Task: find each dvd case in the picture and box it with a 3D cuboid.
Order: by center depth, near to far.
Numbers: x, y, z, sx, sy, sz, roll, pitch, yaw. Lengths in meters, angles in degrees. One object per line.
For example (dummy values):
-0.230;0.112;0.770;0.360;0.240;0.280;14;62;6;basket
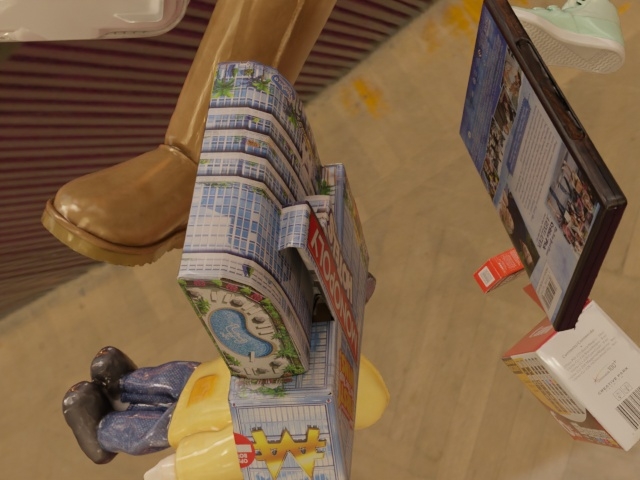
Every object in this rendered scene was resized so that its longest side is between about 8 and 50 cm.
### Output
0.185;-0.070;0.800;0.022;0.180;0.253;-11;54;-9;dvd case

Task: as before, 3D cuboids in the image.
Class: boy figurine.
-0.082;0.137;0.755;0.285;0.177;0.092;-10;120;33;boy figurine

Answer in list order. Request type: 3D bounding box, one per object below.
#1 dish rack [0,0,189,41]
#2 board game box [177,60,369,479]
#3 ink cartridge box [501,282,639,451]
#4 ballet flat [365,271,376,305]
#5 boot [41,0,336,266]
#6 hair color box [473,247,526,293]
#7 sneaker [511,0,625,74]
-0.230;-0.307;0.770;0.333;0.286;0.072;103;151;-43;dish rack
-0.017;0.034;0.508;0.060;0.194;0.194;-5;53;11;board game box
0.419;0.202;1.527;0.130;0.309;0.272;-41;82;-5;ink cartridge box
0.000;0.000;0.656;0.041;0.041;0.114;-37;101;23;ballet flat
-0.101;-0.121;0.751;0.089;0.236;0.269;32;107;14;boot
0.349;0.040;1.617;0.043;0.141;0.072;59;153;16;hair color box
0.404;-0.384;1.589;0.256;0.151;0.094;14;144;-3;sneaker
